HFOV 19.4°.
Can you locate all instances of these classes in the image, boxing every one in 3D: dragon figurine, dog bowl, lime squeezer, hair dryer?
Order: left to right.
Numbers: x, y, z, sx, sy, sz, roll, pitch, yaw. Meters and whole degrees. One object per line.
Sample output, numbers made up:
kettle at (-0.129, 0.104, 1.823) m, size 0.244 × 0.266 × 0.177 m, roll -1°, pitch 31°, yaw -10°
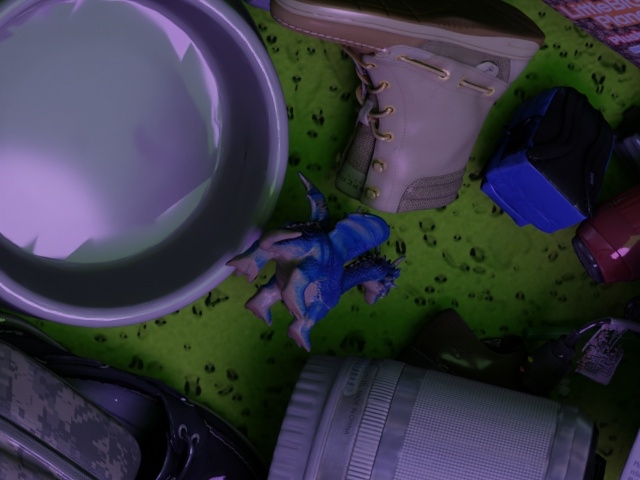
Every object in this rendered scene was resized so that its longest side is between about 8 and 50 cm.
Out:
dog bowl at (-0.185, -0.086, 1.581) m, size 0.349 × 0.102 × 0.348 m, roll -5°, pitch 106°, yaw -19°
dragon figurine at (0.000, 0.000, 1.594) m, size 0.144 × 0.085 × 0.289 m, roll -52°, pitch 158°, yaw -16°
hair dryer at (0.323, 0.033, 1.752) m, size 0.224 × 0.080 × 0.293 m, roll 14°, pitch 115°, yaw -31°
lime squeezer at (0.343, 0.131, 1.859) m, size 0.310 × 0.059 × 0.110 m, roll 35°, pitch 120°, yaw -25°

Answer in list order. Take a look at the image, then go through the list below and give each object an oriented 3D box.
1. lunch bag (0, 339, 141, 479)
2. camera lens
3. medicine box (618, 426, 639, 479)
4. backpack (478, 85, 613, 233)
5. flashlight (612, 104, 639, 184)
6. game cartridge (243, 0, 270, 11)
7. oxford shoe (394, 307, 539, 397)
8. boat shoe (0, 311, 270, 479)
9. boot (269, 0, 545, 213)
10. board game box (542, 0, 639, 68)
lunch bag at (-0.307, 0.270, 1.492) m, size 0.305 × 0.256 × 0.212 m, roll -37°, pitch 116°, yaw 26°
camera lens at (0.102, 0.227, 1.650) m, size 0.274 × 0.219 × 0.219 m, roll 14°, pitch 100°, yaw 8°
medicine box at (0.387, 0.176, 1.655) m, size 0.263 × 0.149 × 0.289 m, roll 2°, pitch 109°, yaw -64°
backpack at (0.206, -0.080, 1.725) m, size 0.098 × 0.101 × 0.120 m, roll 45°, pitch 53°, yaw -25°
flashlight at (0.388, -0.004, 1.813) m, size 0.103 × 0.103 × 0.304 m, roll -47°, pitch 110°, yaw -19°
game cartridge at (0.042, -0.325, 1.621) m, size 0.196 × 0.060 × 0.294 m, roll 15°, pitch 98°, yaw -23°
oxford shoe at (0.183, 0.145, 1.782) m, size 0.227 × 0.083 × 0.096 m, roll 40°, pitch 84°, yaw -25°
boat shoe at (-0.170, 0.178, 1.645) m, size 0.340 × 0.113 × 0.127 m, roll 38°, pitch 89°, yaw -24°
boot at (0.046, -0.126, 1.620) m, size 0.262 × 0.095 × 0.203 m, roll 5°, pitch 124°, yaw -34°
board game box at (0.358, -0.265, 1.670) m, size 0.291 × 0.141 × 0.232 m, roll 30°, pitch 72°, yaw -24°
